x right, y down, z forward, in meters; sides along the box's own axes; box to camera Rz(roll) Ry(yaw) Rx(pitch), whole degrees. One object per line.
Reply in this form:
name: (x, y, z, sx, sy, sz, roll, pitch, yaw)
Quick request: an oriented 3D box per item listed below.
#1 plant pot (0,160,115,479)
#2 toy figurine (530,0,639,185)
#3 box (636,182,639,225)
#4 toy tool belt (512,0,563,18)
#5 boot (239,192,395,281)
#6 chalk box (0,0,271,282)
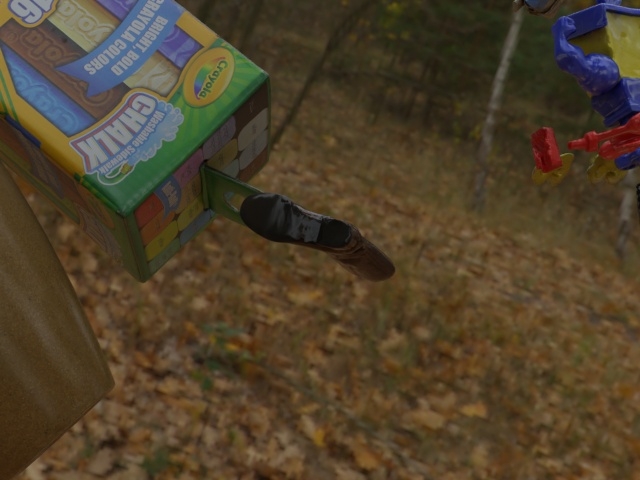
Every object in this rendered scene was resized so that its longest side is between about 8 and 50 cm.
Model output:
plant pot: (-0.287, 0.058, 0.916, 0.254, 0.237, 0.237, 47, 13, 0)
toy figurine: (0.367, -0.192, 1.276, 0.363, 0.217, 0.191, -4, -15, -37)
box: (0.321, -0.015, 0.544, 0.216, 0.060, 0.270, 20, -31, -39)
toy tool belt: (0.214, -0.254, 1.122, 0.051, 0.083, 0.052, -2, 33, -39)
boot: (0.000, 0.000, 0.961, 0.106, 0.037, 0.114, 21, -5, 24)
chalk box: (-0.161, -0.094, 1.045, 0.289, 0.179, 0.180, 40, -18, 13)
